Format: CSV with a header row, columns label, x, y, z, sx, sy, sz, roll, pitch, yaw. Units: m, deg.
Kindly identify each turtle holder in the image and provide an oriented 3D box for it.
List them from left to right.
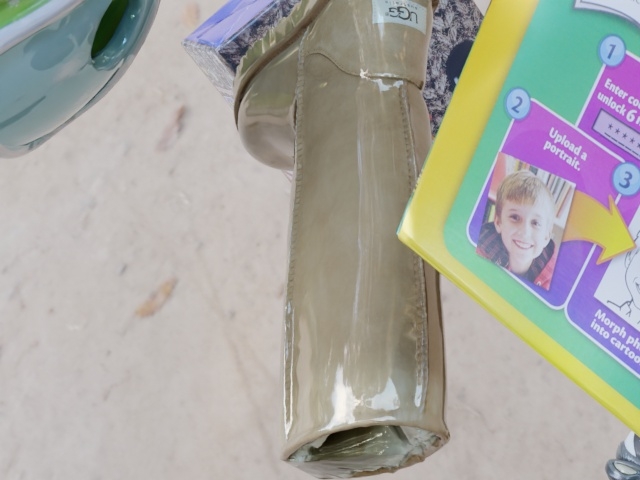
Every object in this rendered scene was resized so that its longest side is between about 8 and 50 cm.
label,x,y,z,sx,sy,sz,roll,pitch,yaw
turtle holder,-0.207,-0.147,0.708,0.228,0.320,0.243,-23,55,0

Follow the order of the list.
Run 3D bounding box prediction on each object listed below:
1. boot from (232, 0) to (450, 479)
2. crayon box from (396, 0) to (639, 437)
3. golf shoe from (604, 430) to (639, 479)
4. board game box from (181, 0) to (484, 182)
label,x,y,z,sx,sy,sz,roll,pitch,yaw
boot,0.000,0.000,0.663,0.236,0.089,0.269,126,148,-63
crayon box,0.164,0.000,0.372,0.278,0.081,0.165,42,125,34
golf shoe,0.312,0.187,0.860,0.198,0.077,0.093,28,82,27
board game box,0.050,-0.155,1.175,0.232,0.291,0.141,-42,23,-6
